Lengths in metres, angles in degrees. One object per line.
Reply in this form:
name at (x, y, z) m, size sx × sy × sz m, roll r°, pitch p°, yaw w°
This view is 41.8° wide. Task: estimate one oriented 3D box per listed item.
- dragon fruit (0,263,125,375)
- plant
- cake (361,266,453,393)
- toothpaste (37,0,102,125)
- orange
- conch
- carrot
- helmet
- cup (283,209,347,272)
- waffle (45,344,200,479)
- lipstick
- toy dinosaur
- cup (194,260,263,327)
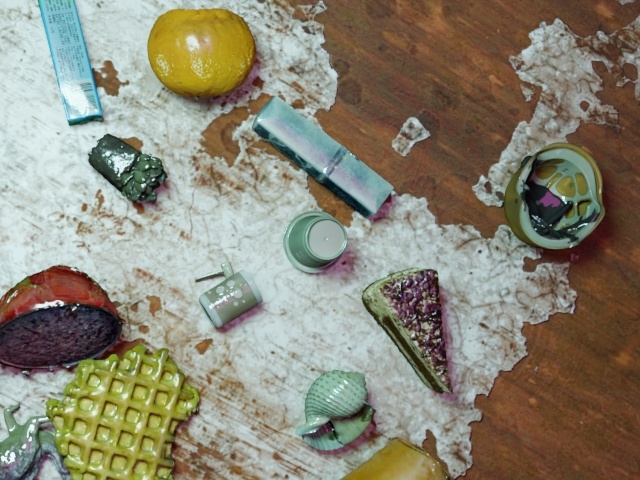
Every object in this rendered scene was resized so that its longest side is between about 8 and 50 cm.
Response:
dragon fruit at (-0.456, 0.111, 1.412) m, size 0.224 × 0.218 × 0.148 m, roll -32°, pitch 58°, yaw 20°
plant at (-0.343, -0.125, 1.498) m, size 0.143 × 0.092 × 0.094 m, roll 32°, pitch 70°, yaw -2°
cake at (0.161, 0.178, 1.592) m, size 0.135 × 0.112 × 0.246 m, roll -7°, pitch 90°, yaw -13°
toothpaste at (-0.453, -0.342, 1.508) m, size 0.065 × 0.050 × 0.266 m, roll -14°, pitch 88°, yaw -15°
orange at (-0.213, -0.336, 1.507) m, size 0.193 × 0.193 × 0.161 m, roll -7°, pitch 111°, yaw -15°
conch at (0.030, 0.307, 1.548) m, size 0.153 × 0.102 × 0.135 m, roll -41°, pitch 110°, yaw 18°
carrot at (0.093, 0.473, 1.512) m, size 0.254 × 0.196 × 0.196 m, roll -42°, pitch 96°, yaw -21°
helmet at (0.454, -0.079, 1.682) m, size 0.198 × 0.130 × 0.224 m, roll 37°, pitch 66°, yaw -11°
cup at (0.000, 0.000, 1.549) m, size 0.120 × 0.141 × 0.120 m, roll 1°, pitch 87°, yaw -15°
waffle at (-0.330, 0.320, 1.464) m, size 0.291 × 0.051 × 0.291 m, roll 2°, pitch 84°, yaw -25°
lipstick at (0.001, -0.159, 1.596) m, size 0.290 × 0.077 × 0.076 m, roll 39°, pitch 77°, yaw -7°
toy dinosaur at (-0.537, 0.362, 1.405) m, size 0.294 × 0.077 × 0.162 m, roll -10°, pitch 80°, yaw -17°
cup at (-0.172, 0.095, 1.527) m, size 0.099 × 0.074 × 0.102 m, roll -32°, pitch 93°, yaw -15°
